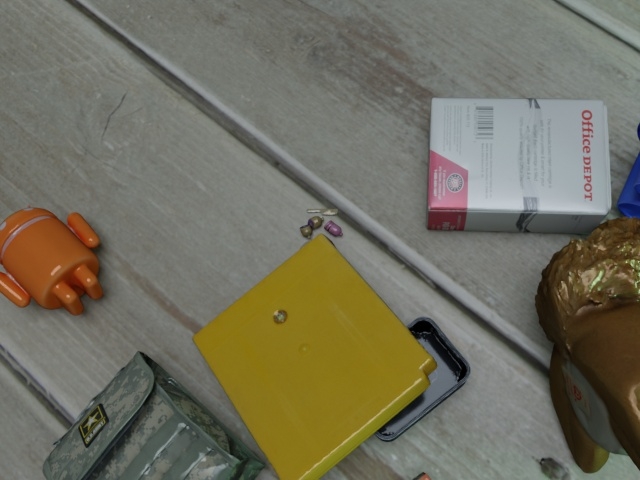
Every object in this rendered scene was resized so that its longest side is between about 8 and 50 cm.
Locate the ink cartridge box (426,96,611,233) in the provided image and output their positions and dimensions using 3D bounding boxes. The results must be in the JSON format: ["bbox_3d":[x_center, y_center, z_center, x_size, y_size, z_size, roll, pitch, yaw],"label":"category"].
[{"bbox_3d":[0.322,-0.123,1.233,0.283,0.117,0.207,2,73,7],"label":"ink cartridge box"}]

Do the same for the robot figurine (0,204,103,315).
[{"bbox_3d":[-0.472,0.031,1.265,0.219,0.128,0.158,41,105,16],"label":"robot figurine"}]

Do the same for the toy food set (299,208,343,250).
[{"bbox_3d":[0.000,0.000,1.281,0.078,0.019,0.122,1,73,6],"label":"toy food set"}]

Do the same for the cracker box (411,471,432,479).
[{"bbox_3d":[0.108,0.472,1.070,0.232,0.067,0.155,-36,76,-5],"label":"cracker box"}]

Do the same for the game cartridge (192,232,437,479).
[{"bbox_3d":[-0.016,0.179,1.150,0.285,0.052,0.323,-39,54,-2],"label":"game cartridge"}]

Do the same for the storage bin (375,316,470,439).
[{"bbox_3d":[0.134,0.220,1.164,0.180,0.084,0.122,-37,72,-7],"label":"storage bin"}]

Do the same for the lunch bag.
[{"bbox_3d":[-0.272,0.338,1.131,0.287,0.169,0.235,36,83,23],"label":"lunch bag"}]

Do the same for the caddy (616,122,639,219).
[{"bbox_3d":[0.633,-0.077,1.125,0.341,0.241,0.179,31,85,14],"label":"caddy"}]

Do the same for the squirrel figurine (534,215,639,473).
[{"bbox_3d":[0.524,0.128,1.061,0.371,0.281,0.396,-18,74,-6],"label":"squirrel figurine"}]
